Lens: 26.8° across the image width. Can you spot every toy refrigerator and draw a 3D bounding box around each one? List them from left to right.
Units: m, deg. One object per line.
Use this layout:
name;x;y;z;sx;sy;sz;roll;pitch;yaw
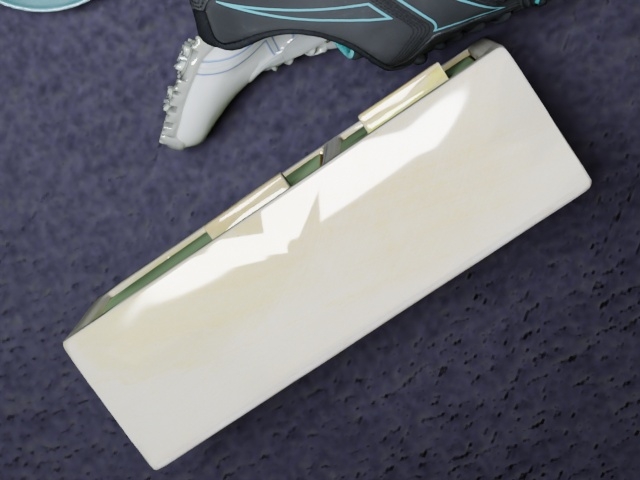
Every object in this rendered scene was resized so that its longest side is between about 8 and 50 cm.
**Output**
toy refrigerator;0.000;0.000;0.719;0.269;0.102;0.094;-33;99;8

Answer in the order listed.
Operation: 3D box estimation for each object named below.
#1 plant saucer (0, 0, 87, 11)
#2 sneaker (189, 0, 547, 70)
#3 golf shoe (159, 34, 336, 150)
plant saucer;-0.151;-0.184;0.726;0.119;0.021;0.119;0;101;2
sneaker;0.055;-0.145;0.675;0.267;0.101;0.106;-1;118;-22
golf shoe;-0.021;-0.114;0.717;0.086;0.069;0.176;30;102;-11
